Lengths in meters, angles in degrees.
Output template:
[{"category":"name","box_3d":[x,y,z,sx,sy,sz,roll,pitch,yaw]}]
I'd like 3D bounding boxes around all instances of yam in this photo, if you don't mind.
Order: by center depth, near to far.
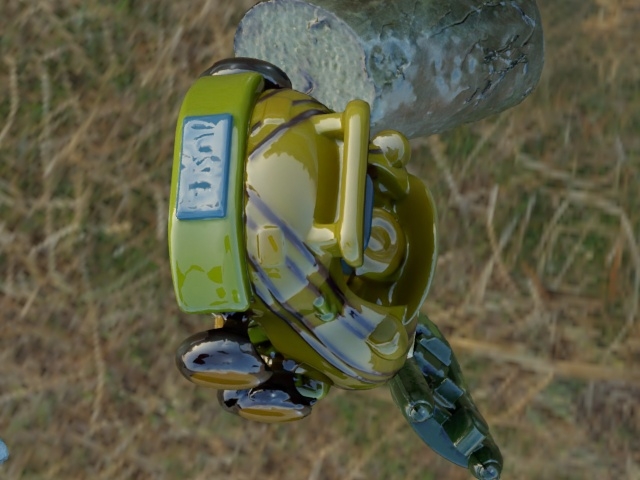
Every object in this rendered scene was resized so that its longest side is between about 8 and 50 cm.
[{"category":"yam","box_3d":[0.071,-0.153,1.499,0.154,0.254,0.154,21,120,42]}]

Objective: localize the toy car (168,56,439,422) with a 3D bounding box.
[{"category":"toy car","box_3d":[0.000,0.000,1.135,0.142,0.200,0.248,-2,162,16]}]

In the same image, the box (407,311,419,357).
[{"category":"box","box_3d":[0.029,0.060,1.277,0.015,0.058,0.093,32,144,-33]}]

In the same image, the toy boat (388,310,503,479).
[{"category":"toy boat","box_3d":[0.083,0.109,1.431,0.104,0.210,0.052,39,103,-20]}]

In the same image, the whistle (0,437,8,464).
[{"category":"whistle","box_3d":[-0.271,0.171,0.916,0.274,0.093,0.186,-31,143,-13]}]
